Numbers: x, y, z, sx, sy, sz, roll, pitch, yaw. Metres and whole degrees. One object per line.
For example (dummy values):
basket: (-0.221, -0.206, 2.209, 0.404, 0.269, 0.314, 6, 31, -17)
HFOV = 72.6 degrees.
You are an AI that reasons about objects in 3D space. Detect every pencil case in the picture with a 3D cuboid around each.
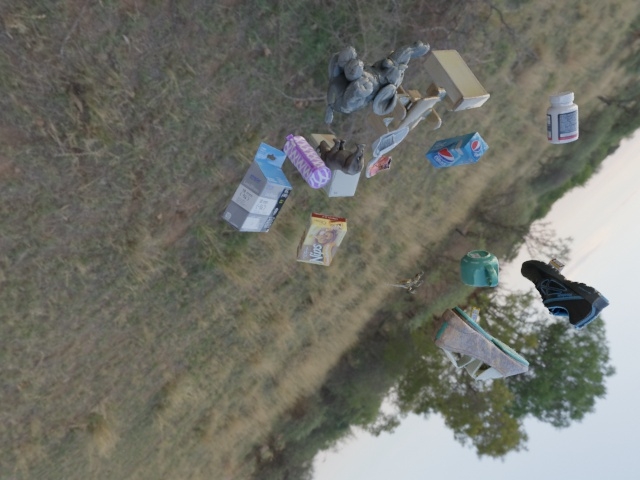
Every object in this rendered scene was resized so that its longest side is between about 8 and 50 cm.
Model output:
pencil case: (-0.044, -0.256, 1.392, 0.086, 0.206, 0.088, -32, 145, -7)

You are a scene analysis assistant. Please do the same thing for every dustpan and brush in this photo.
dustpan and brush: (0.230, -0.340, 1.630, 0.147, 0.060, 0.211, -25, 180, -30)

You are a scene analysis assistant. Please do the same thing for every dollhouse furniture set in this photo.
dollhouse furniture set: (0.482, -0.578, 1.894, 0.362, 0.256, 0.394, -19, 162, -33)

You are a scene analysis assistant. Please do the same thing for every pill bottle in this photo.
pill bottle: (0.945, -0.481, 1.704, 0.108, 0.108, 0.180, -33, 119, -38)

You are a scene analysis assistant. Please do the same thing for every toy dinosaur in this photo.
toy dinosaur: (0.328, 0.166, 1.662, 0.183, 0.093, 0.053, -11, 107, -21)

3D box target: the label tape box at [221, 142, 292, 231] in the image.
label tape box: (-0.224, -0.199, 1.748, 0.333, 0.106, 0.241, -59, 163, 11)

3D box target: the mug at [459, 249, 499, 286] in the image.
mug: (0.572, 0.094, 1.538, 0.130, 0.158, 0.097, -25, 112, -38)

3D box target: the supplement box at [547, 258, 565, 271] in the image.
supplement box: (1.034, 0.130, 1.937, 0.043, 0.055, 0.083, -14, 137, -30)

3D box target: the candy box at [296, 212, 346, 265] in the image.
candy box: (0.000, 0.000, 2.241, 0.316, 0.183, 0.087, 115, -19, -50)

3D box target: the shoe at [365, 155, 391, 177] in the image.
shoe: (0.277, -0.352, 2.060, 0.178, 0.081, 0.063, -55, 145, -45)

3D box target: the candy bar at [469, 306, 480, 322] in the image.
candy bar: (0.681, 0.370, 1.957, 0.018, 0.040, 0.161, -44, 143, -63)

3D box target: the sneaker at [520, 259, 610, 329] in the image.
sneaker: (0.797, 0.173, 1.500, 0.139, 0.125, 0.341, -53, -157, 5)

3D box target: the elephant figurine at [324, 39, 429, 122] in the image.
elephant figurine: (0.144, -0.409, 1.128, 0.240, 0.169, 0.186, -13, -171, -33)

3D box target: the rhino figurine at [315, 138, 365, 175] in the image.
rhino figurine: (0.056, -0.281, 1.442, 0.073, 0.243, 0.106, -3, 109, -40)

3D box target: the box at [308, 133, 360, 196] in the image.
box: (0.048, -0.332, 1.905, 0.121, 0.311, 0.147, -4, 131, -24)

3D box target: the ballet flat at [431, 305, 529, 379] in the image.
ballet flat: (0.350, 0.248, 0.975, 0.316, 0.107, 0.106, 35, 96, -30)

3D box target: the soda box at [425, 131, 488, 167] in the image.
soda box: (0.440, -0.292, 1.424, 0.071, 0.067, 0.210, -49, -163, -10)
